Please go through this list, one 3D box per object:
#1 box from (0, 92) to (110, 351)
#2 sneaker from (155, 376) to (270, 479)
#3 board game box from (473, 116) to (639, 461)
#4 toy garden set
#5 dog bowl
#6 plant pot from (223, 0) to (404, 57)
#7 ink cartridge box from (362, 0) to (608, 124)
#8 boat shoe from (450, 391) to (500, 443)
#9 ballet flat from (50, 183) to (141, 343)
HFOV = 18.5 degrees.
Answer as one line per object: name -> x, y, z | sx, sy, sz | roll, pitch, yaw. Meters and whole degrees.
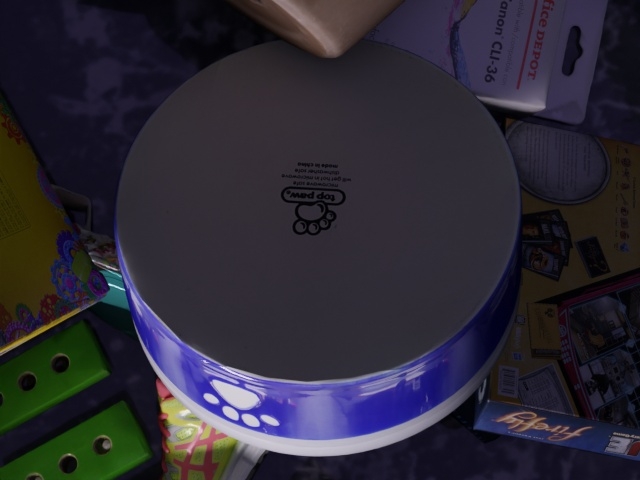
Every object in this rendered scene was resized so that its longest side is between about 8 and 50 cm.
box -> -0.344, -0.015, 1.256 | 0.279, 0.177, 0.290 | -29, 91, 27
sneaker -> -0.081, 0.133, 1.363 | 0.094, 0.081, 0.208 | 32, 109, -1
board game box -> 0.196, 0.034, 1.365 | 0.165, 0.042, 0.243 | 12, 54, -5
toy garden set -> -0.193, 0.210, 1.344 | 0.204, 0.049, 0.244 | -29, 69, 2
dog bowl -> 0.000, 0.000, 1.278 | 0.265, 0.104, 0.265 | -2, 60, 3
plant pot -> 0.012, -0.248, 1.241 | 0.263, 0.263, 0.229 | 34, 87, -3
ink cartridge box -> 0.111, -0.159, 1.413 | 0.198, 0.067, 0.115 | 12, 87, -5
boat shoe -> 0.029, 0.056, 1.395 | 0.089, 0.109, 0.258 | -45, 76, 0
ballet flat -> -0.162, 0.008, 1.379 | 0.241, 0.091, 0.077 | 25, 60, -8
